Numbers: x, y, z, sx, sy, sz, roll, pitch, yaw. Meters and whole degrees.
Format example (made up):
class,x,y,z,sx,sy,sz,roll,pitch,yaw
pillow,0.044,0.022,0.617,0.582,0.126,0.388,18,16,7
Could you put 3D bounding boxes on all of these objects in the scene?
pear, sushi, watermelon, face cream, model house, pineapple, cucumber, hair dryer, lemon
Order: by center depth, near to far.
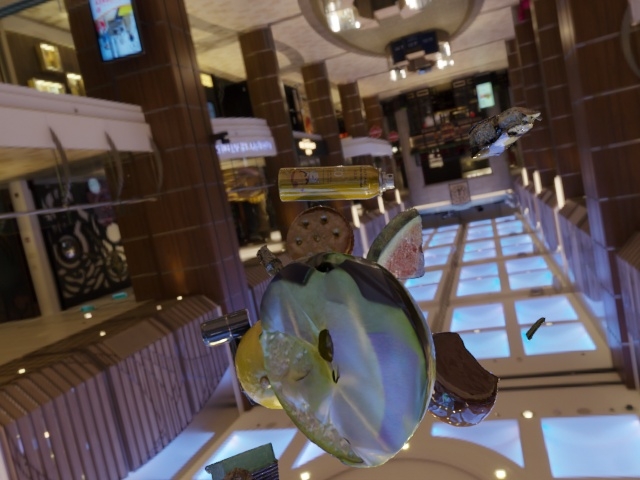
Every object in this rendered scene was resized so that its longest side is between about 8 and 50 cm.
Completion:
class,x,y,z,sx,sy,sz,roll,pitch,yaw
pear,0.069,0.202,0.969,0.399,0.399,0.165,-7,180,42
pineapple,-0.206,0.651,1.306,0.103,0.221,0.083,-4,-133,-11
cucumber,-0.148,0.056,1.456,0.053,0.053,0.181,-13,-160,-15
face cream,0.051,-0.175,1.551,0.348,0.105,0.105,-1,-173,5
watermelon,0.283,0.025,1.689,0.262,0.201,0.213,-56,-171,15
sushi,0.623,-0.396,1.729,0.134,0.109,0.273,-11,161,-26
lemon,-0.142,0.426,1.796,0.348,0.348,0.348,-11,-174,1
hair dryer,-0.321,0.450,1.906,0.189,0.352,0.107,-16,172,-4
model house,-0.308,1.022,2.135,0.280,0.249,0.230,-7,159,-35

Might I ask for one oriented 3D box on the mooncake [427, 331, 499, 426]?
class,x,y,z,sx,sy,sz,roll,pitch,yaw
mooncake,0.465,0.487,1.821,0.326,0.174,0.334,28,-146,9

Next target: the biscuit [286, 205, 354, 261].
class,x,y,z,sx,sy,sz,roll,pitch,yaw
biscuit,0.000,0.000,1.602,0.220,0.220,0.066,-10,165,17

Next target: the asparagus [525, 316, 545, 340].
class,x,y,z,sx,sy,sz,roll,pitch,yaw
asparagus,0.721,0.295,1.702,0.108,0.025,0.021,-42,-158,-18
